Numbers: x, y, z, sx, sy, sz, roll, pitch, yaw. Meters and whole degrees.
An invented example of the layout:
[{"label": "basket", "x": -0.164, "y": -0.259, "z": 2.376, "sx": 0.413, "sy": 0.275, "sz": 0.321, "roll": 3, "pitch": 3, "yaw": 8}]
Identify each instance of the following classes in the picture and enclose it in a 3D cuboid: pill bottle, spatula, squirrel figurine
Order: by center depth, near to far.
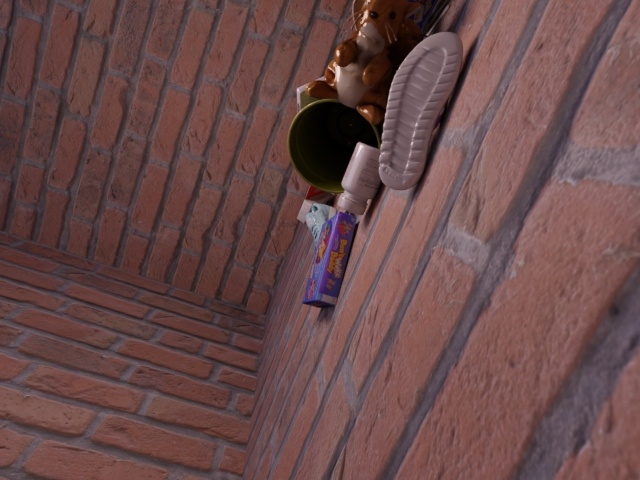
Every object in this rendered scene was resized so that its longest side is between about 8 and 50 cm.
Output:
[{"label": "squirrel figurine", "x": 0.186, "y": -0.648, "z": 1.410, "sx": 0.397, "sy": 0.280, "sz": 0.371, "roll": -42, "pitch": -23, "yaw": -45}, {"label": "pill bottle", "x": 0.147, "y": -0.212, "z": 1.466, "sx": 0.131, "sy": 0.131, "sz": 0.230, "roll": -98, "pitch": 29, "yaw": -72}, {"label": "spatula", "x": 0.408, "y": -0.805, "z": 1.509, "sx": 0.242, "sy": 0.019, "sz": 0.169, "roll": 138, "pitch": 151, "yaw": -73}]

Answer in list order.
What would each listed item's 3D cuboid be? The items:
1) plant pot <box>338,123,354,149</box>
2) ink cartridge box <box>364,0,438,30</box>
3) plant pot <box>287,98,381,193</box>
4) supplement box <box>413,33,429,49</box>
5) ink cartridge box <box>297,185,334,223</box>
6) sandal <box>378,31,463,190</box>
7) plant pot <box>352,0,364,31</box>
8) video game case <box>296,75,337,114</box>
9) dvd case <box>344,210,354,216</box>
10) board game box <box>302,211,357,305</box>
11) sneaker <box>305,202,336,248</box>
[{"label": "plant pot", "x": 0.050, "y": -0.450, "z": 2.069, "sx": 0.254, "sy": 0.238, "sz": 0.255, "roll": 7, "pitch": -90, "yaw": -88}, {"label": "ink cartridge box", "x": 0.301, "y": -0.897, "z": 1.400, "sx": 0.304, "sy": 0.306, "sz": 0.072, "roll": -59, "pitch": 43, "yaw": 27}, {"label": "plant pot", "x": 0.091, "y": -0.433, "z": 1.737, "sx": 0.353, "sy": 0.366, "sz": 0.367, "roll": -63, "pitch": -2, "yaw": -56}, {"label": "supplement box", "x": 0.311, "y": -0.514, "z": 1.267, "sx": 0.104, "sy": 0.080, "sz": 0.188, "roll": 121, "pitch": 166, "yaw": -54}, {"label": "ink cartridge box", "x": -0.003, "y": -0.234, "z": 2.327, "sx": 0.275, "sy": 0.060, "sz": 0.239, "roll": -30, "pitch": -31, "yaw": -57}, {"label": "sandal", "x": 0.256, "y": -0.334, "z": 1.116, "sx": 0.102, "sy": 0.169, "sz": 0.417, "roll": 11, "pitch": -80, "yaw": -58}, {"label": "plant pot", "x": 0.280, "y": -0.858, "z": 1.658, "sx": 0.190, "sy": 0.284, "sz": 0.284, "roll": -31, "pitch": 8, "yaw": -4}, {"label": "video game case", "x": 0.048, "y": -0.617, "z": 1.852, "sx": 0.328, "sy": 0.036, "sz": 0.300, "roll": -28, "pitch": -18, "yaw": -12}, {"label": "dvd case", "x": 0.095, "y": -0.042, "z": 1.805, "sx": 0.165, "sy": 0.018, "sz": 0.222, "roll": -87, "pitch": 18, "yaw": -63}, {"label": "board game box", "x": 0.031, "y": 0.084, "z": 1.651, "sx": 0.233, "sy": 0.077, "sz": 0.348, "roll": 146, "pitch": 140, "yaw": -72}, {"label": "sneaker", "x": -0.014, "y": -0.061, "z": 2.089, "sx": 0.366, "sy": 0.149, "sz": 0.135, "roll": -83, "pitch": 14, "yaw": -57}]
